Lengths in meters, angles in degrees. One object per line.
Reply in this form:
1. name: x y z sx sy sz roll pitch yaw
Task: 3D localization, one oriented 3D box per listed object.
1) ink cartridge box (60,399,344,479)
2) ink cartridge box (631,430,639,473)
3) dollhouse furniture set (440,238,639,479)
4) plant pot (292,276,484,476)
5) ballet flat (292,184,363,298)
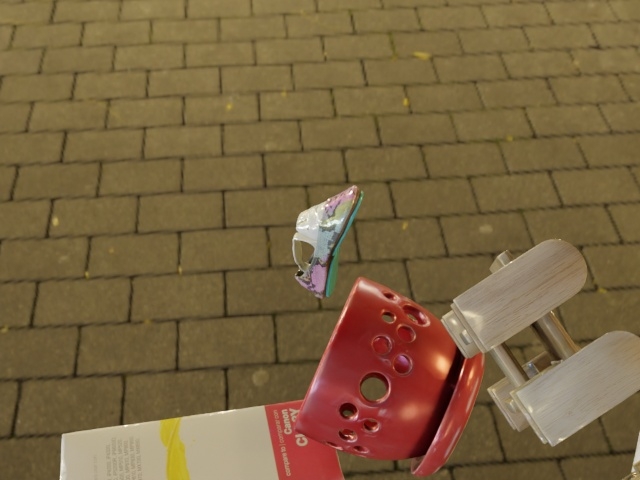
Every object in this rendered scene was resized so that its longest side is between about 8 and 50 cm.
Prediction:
1. ink cartridge box: -0.172 0.394 1.360 0.384 0.279 0.160 -6 46 -10
2. ink cartridge box: 0.488 0.255 0.879 0.353 0.119 0.207 14 83 5
3. dollhouse furniture set: 0.225 0.102 0.716 0.161 0.212 0.242 -33 79 -1
4. plant pot: 0.082 0.158 1.041 0.174 0.191 0.191 22 47 5
5. ballet flat: 0.000 0.000 1.317 0.079 0.221 0.077 21 49 4
